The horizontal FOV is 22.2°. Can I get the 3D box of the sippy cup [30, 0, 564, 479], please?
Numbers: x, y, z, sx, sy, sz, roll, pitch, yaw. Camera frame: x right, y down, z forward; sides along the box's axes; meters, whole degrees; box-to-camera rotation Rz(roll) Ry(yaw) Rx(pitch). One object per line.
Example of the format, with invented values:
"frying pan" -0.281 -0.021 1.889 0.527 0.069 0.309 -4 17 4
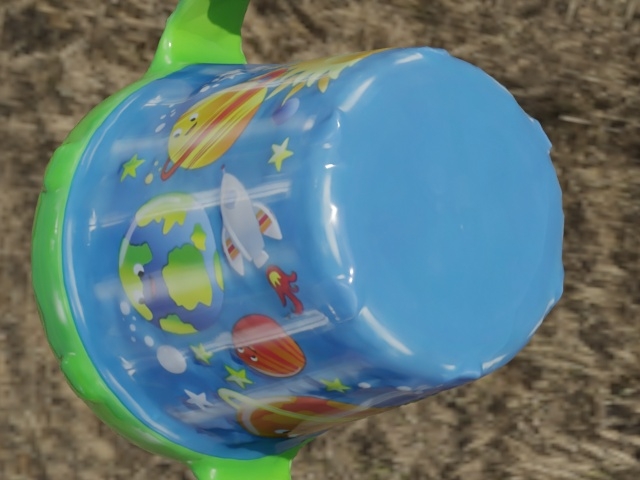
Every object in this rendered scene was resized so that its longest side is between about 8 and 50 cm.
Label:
"sippy cup" 0.000 0.000 0.867 0.224 0.240 0.305 -14 116 51
